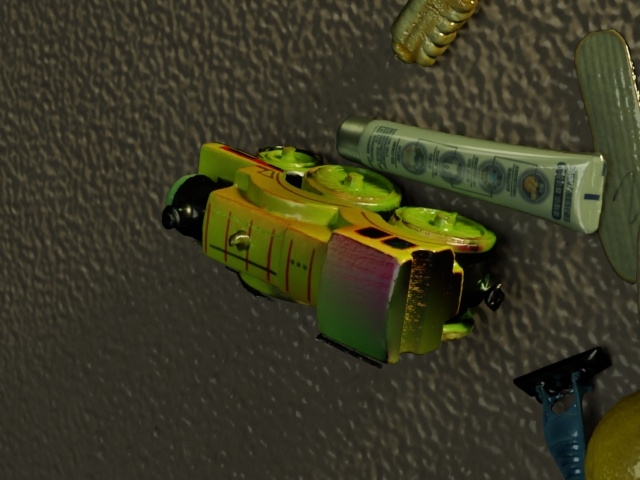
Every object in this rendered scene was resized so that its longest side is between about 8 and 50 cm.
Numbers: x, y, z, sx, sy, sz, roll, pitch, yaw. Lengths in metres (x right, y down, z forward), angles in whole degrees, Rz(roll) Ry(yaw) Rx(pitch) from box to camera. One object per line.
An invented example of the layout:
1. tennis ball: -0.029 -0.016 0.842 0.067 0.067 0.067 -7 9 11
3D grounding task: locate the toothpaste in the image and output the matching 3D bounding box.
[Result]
1. toothpaste: 0.113 -0.058 1.224 0.239 0.039 0.062 16 107 38

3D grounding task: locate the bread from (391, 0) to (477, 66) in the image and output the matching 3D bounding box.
1. bread: 0.089 -0.174 1.242 0.049 0.033 0.088 44 124 15

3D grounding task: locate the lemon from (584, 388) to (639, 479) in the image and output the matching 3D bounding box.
1. lemon: 0.236 0.151 1.077 0.133 0.109 0.109 -46 63 26

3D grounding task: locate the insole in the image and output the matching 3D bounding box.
1. insole: 0.217 -0.062 1.153 0.064 0.004 0.188 -14 83 40

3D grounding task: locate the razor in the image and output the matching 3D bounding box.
1. razor: 0.204 0.210 1.154 0.082 0.042 0.253 -25 77 38

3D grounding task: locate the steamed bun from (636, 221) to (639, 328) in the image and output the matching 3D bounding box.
1. steamed bun: 0.279 0.038 1.001 0.131 0.177 0.228 136 127 -72

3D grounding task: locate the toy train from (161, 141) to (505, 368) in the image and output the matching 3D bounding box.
1. toy train: 0.000 0.000 1.248 0.296 0.160 0.100 23 114 39
